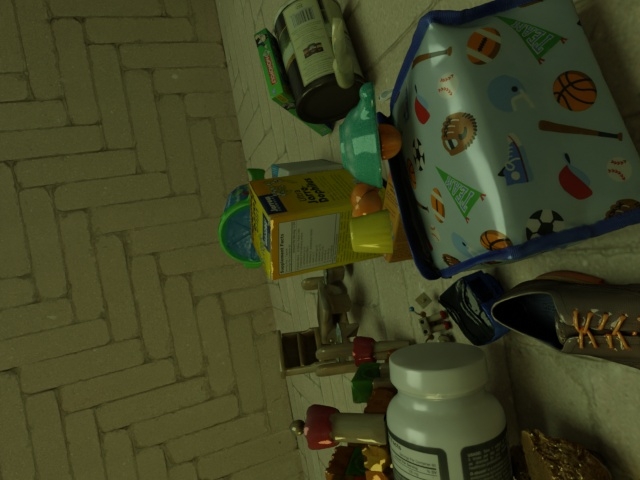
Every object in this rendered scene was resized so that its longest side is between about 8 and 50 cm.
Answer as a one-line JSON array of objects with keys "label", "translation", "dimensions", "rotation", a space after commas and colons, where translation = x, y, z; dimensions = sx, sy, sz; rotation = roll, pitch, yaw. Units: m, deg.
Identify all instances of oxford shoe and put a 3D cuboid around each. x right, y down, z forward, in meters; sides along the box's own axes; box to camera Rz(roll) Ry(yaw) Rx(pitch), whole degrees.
[{"label": "oxford shoe", "translation": [0.376, 0.113, 0.510], "dimensions": [0.364, 0.133, 0.130], "rotation": [172, 88, -70]}]

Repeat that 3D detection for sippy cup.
[{"label": "sippy cup", "translation": [-0.227, -0.076, 1.387], "dimensions": [0.305, 0.240, 0.224], "rotation": [-45, 32, 15]}]

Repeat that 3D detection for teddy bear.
[{"label": "teddy bear", "translation": [0.404, 0.456, 0.676], "dimensions": [0.245, 0.113, 0.338], "rotation": [-116, 16, -84]}]

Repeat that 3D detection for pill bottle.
[{"label": "pill bottle", "translation": [0.233, 0.386, 0.752], "dimensions": [0.210, 0.210, 0.362], "rotation": [174, 90, -70]}]

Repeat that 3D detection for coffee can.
[{"label": "coffee can", "translation": [-0.001, -0.494, 1.137], "dimensions": [0.201, 0.202, 0.275], "rotation": [131, 126, -66]}]

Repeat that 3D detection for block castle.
[{"label": "block castle", "translation": [0.106, 0.445, 1.000], "dimensions": [0.453, 0.213, 0.303], "rotation": [-27, -72, -69]}]

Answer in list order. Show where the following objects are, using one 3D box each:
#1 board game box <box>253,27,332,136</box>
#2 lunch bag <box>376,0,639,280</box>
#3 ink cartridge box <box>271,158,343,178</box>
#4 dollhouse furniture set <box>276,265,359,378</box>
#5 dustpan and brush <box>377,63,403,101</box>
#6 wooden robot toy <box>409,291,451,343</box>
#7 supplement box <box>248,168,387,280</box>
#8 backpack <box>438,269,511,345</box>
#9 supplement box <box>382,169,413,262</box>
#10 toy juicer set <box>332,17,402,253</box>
[{"label": "board game box", "translation": [-0.074, -0.472, 1.277], "dimensions": [0.317, 0.046, 0.213], "rotation": [12, -122, -63]}, {"label": "lunch bag", "translation": [0.236, -0.113, 0.655], "dimensions": [0.385, 0.239, 0.327], "rotation": [101, 155, -81]}, {"label": "ink cartridge box", "translation": [-0.041, -0.130, 1.441], "dimensions": [0.198, 0.197, 0.270], "rotation": [-144, 47, -62]}, {"label": "dollhouse furniture set", "translation": [-0.029, 0.308, 1.456], "dimensions": [0.394, 0.257, 0.362], "rotation": [92, 169, -49]}, {"label": "dustpan and brush", "translation": [0.195, -0.334, 0.884], "dimensions": [0.211, 0.060, 0.147], "rotation": [-176, 76, -70]}, {"label": "wooden robot toy", "translation": [0.271, 0.210, 0.992], "dimensions": [0.079, 0.076, 0.173], "rotation": [25, -132, -70]}, {"label": "supplement box", "translation": [0.005, -0.058, 1.116], "dimensions": [0.195, 0.357, 0.194], "rotation": [-125, 31, -49]}, {"label": "backpack", "translation": [0.302, 0.126, 0.770], "dimensions": [0.120, 0.101, 0.098], "rotation": [63, 158, 25]}, {"label": "supplement box", "translation": [0.197, -0.058, 1.000], "dimensions": [0.078, 0.080, 0.233], "rotation": [-121, 25, -49]}, {"label": "toy juicer set", "translation": [0.077, -0.158, 0.642], "dimensions": [0.209, 0.090, 0.329], "rotation": [-79, -19, -66]}]
